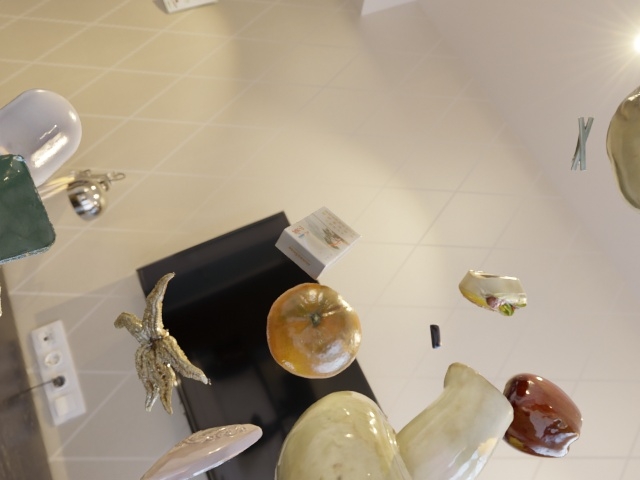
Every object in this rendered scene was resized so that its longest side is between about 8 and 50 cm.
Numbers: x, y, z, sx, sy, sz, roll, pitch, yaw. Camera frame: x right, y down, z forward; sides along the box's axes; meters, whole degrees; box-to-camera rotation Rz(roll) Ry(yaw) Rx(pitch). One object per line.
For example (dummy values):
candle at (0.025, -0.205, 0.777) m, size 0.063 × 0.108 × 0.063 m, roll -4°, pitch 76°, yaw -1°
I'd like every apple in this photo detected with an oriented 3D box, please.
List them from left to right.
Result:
apple at (0.620, 0.512, 1.210) m, size 0.234 × 0.233 × 0.234 m, roll 58°, pitch -17°, yaw 30°

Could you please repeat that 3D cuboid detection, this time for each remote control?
remote control at (-0.840, -0.294, 1.217) m, size 0.103 × 0.332 × 0.221 m, roll 13°, pitch -35°, yaw 20°

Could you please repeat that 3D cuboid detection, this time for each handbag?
handbag at (-0.803, -0.059, 0.985) m, size 0.079 × 0.260 × 0.248 m, roll -10°, pitch -80°, yaw 49°

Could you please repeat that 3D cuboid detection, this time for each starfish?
starfish at (-0.386, 0.272, 1.027) m, size 0.084 × 0.301 × 0.294 m, roll 1°, pitch 59°, yaw -60°

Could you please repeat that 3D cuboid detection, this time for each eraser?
eraser at (-0.276, 0.460, 0.901) m, size 0.204 × 0.243 × 0.059 m, roll -22°, pitch -101°, yaw 32°

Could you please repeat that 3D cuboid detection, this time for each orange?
orange at (-0.014, 0.218, 1.024) m, size 0.240 × 0.239 × 0.171 m, roll 62°, pitch -21°, yaw 20°

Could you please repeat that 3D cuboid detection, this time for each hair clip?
hair clip at (0.574, -0.214, 0.920) m, size 0.039 × 0.030 × 0.115 m, roll -66°, pitch 156°, yaw -64°

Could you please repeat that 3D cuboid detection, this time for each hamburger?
hamburger at (0.518, 0.158, 1.258) m, size 0.172 × 0.210 × 0.116 m, roll 14°, pitch -85°, yaw 51°

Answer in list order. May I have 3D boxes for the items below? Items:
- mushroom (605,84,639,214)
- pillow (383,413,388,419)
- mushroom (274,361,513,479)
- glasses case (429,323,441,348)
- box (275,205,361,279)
mushroom at (0.711, -0.172, 0.735) m, size 0.314 × 0.335 × 0.315 m, roll 40°, pitch -42°, yaw 50°
pillow at (0.099, 0.547, 1.086) m, size 0.052 × 0.208 × 0.212 m, roll 30°, pitch -9°, yaw 27°
mushroom at (0.076, 0.335, 0.577) m, size 0.315 × 0.314 × 0.356 m, roll 83°, pitch 22°, yaw -45°
glasses case at (0.399, 0.331, 1.437) m, size 0.023 × 0.033 × 0.084 m, roll 127°, pitch -39°, yaw -75°
box at (-0.001, 0.000, 1.163) m, size 0.149 × 0.233 × 0.067 m, roll 38°, pitch -56°, yaw 11°
